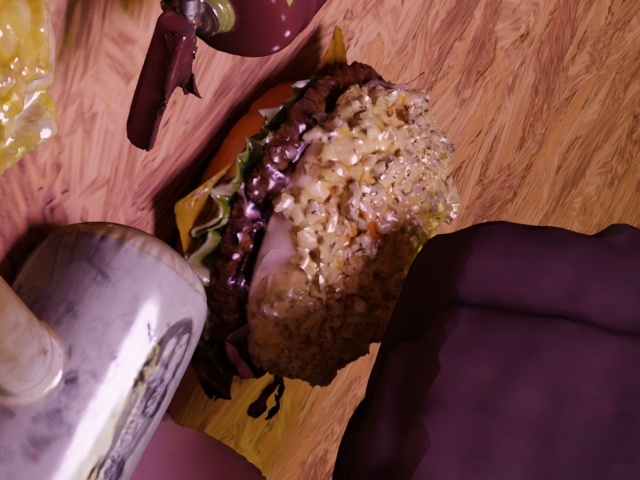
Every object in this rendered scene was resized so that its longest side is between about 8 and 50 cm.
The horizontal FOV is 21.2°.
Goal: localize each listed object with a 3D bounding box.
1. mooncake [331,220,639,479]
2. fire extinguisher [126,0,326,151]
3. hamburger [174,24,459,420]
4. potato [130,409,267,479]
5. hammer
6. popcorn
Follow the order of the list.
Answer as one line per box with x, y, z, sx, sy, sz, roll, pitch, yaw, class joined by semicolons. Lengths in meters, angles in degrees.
0.110;0.179;1.101;0.381;0.212;0.350;98;4;-54;mooncake
-0.005;-0.190;0.928;0.341;0.105;0.141;-53;159;-32;fire extinguisher
0.000;0.000;1.166;0.243;0.138;0.262;-51;158;-32;hamburger
-0.110;0.278;1.152;0.229;0.229;0.266;-53;159;-26;potato
-0.166;0.046;0.850;0.202;0.113;0.305;-66;157;-17;hammer
-0.158;-0.071;0.683;0.120;0.106;0.116;-43;133;11;popcorn
